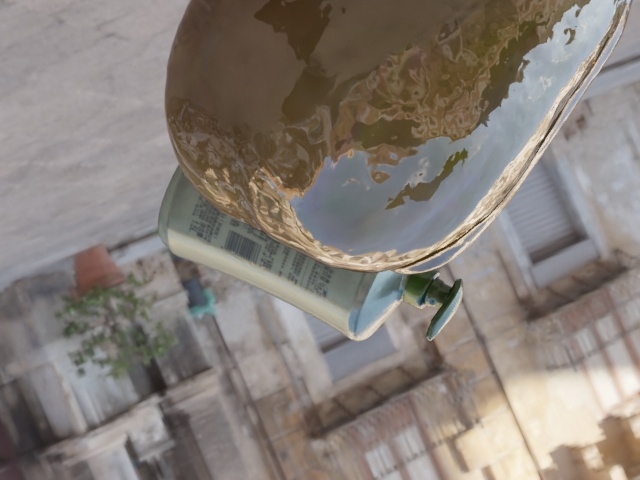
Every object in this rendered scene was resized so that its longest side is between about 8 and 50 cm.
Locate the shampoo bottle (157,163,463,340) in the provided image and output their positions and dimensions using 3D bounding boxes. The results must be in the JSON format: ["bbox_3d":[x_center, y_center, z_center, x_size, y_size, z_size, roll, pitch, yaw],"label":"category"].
[{"bbox_3d":[0.000,0.000,0.742,0.118,0.234,0.087,-60,158,-13],"label":"shampoo bottle"}]

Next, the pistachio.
[{"bbox_3d":[0.043,-0.105,0.522,0.260,0.213,0.163,-57,-150,17],"label":"pistachio"}]
